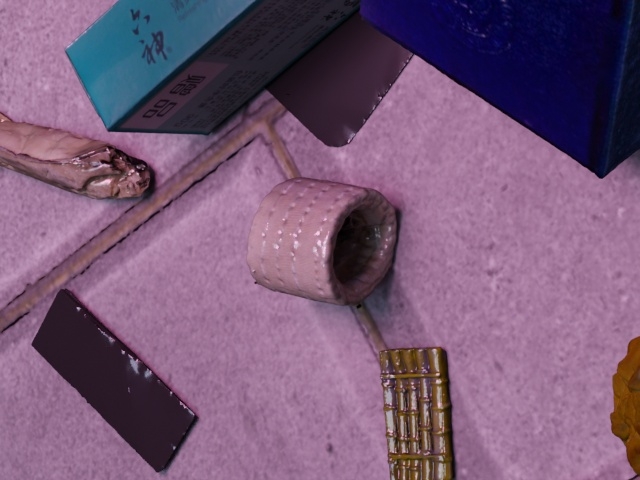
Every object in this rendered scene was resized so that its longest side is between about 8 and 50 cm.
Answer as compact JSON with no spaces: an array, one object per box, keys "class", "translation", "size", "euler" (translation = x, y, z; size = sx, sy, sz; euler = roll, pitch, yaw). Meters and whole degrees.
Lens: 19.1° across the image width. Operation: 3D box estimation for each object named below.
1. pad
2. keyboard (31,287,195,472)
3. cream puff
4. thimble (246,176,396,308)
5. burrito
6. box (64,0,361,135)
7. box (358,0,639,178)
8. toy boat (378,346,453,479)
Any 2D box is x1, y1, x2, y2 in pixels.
[{"class":"pad","translation":[-0.022,-0.224,1.681],"size":[0.267,0.004,0.181],"euler":[46,114,23]},{"class":"keyboard","translation":[-0.197,0.131,1.803],"size":[0.196,0.015,0.074],"euler":[41,116,26]},{"class":"cream puff","translation":[0.276,0.131,1.433],"size":[0.146,0.116,0.146],"euler":[-1,88,32]},{"class":"thimble","translation":[0.000,0.000,1.608],"size":[0.090,0.115,0.102],"euler":[11,95,31]},{"class":"burrito","translation":[-0.259,-0.083,1.808],"size":[0.229,0.063,0.058],"euler":[22,75,32]},{"class":"box","translation":[-0.078,-0.193,1.626],"size":[0.245,0.153,0.092],"euler":[-38,72,27]},{"class":"box","translation":[0.155,-0.228,1.414],"size":[0.261,0.116,0.279],"euler":[38,149,28]},{"class":"toy boat","translation":[0.081,0.148,1.618],"size":[0.063,0.016,0.115],"euler":[-6,88,33]}]
